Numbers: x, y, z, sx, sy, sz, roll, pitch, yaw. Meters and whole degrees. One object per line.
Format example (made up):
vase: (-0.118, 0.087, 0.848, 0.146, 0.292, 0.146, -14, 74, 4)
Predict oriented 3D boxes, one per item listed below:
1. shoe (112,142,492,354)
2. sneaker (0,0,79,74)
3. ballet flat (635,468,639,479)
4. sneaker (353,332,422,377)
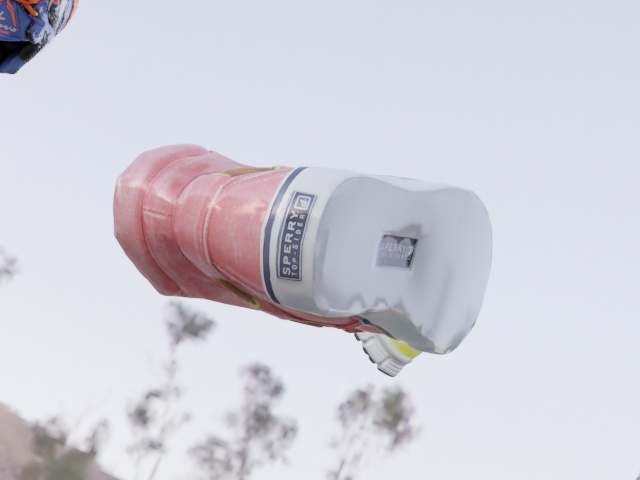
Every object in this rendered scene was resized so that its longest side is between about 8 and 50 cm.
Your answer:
shoe: (0.000, 0.000, 0.554, 0.081, 0.064, 0.178, 12, -1, 26)
sneaker: (-0.222, -0.193, 1.158, 0.083, 0.087, 0.221, 23, -24, 0)
ballet flat: (0.292, 0.197, 1.077, 0.164, 0.482, 0.182, 44, -58, 17)
sneaker: (0.048, 0.016, 1.407, 0.209, 0.094, 0.081, 58, 10, -6)
